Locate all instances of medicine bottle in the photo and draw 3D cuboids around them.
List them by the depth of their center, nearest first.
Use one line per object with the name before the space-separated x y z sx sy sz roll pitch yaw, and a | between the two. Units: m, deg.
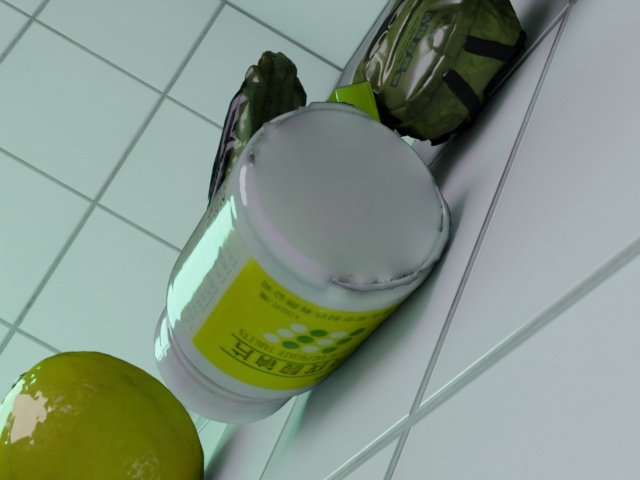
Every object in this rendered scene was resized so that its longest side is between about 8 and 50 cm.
medicine bottle | -0.039 0.040 1.245 0.378 0.214 0.213 -52 10 54

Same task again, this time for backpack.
backpack | 0.137 -0.202 1.352 0.207 0.140 0.253 -61 14 7

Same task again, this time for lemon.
lemon | -0.340 0.334 1.788 0.348 0.348 0.348 -59 6 10

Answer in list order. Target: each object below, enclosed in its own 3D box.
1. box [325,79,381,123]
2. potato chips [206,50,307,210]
box | 0.035 -0.075 1.450 0.335 0.047 0.187 168 90 -83
potato chips | -0.070 -0.036 1.572 0.358 0.070 0.429 -10 -74 -72
